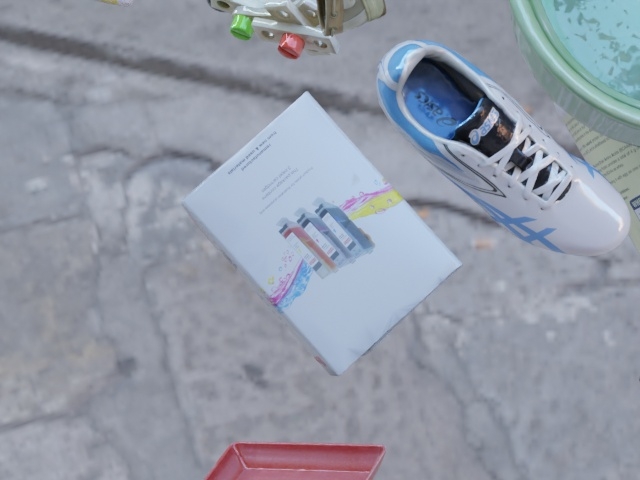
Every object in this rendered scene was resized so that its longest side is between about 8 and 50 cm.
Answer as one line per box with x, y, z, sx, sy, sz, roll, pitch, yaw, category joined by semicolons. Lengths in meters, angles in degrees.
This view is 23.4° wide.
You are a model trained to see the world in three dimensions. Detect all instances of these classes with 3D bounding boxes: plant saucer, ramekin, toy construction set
-0.063;0.370;2.103;0.259;0.048;0.258;-4;29;30;plant saucer
0.294;-0.219;1.268;0.303;0.148;0.303;0;82;2;ramekin
-0.018;-0.342;1.875;0.215;0.151;0.328;19;56;5;toy construction set

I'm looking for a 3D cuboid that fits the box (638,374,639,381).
0.396;0.121;0.880;0.381;0.143;0.191;40;79;-3;box

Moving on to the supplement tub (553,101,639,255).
0.394;-0.125;1.650;0.235;0.235;0.325;-27;85;-22;supplement tub

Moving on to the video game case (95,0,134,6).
-0.165;-0.243;0.723;0.206;0.227;0.026;13;10;-5;video game case

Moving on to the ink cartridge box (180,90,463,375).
0.000;0.000;1.175;0.127;0.128;0.176;-41;89;-5;ink cartridge box

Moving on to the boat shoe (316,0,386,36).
-0.001;-0.204;1.047;0.048;0.153;0.056;-27;46;0;boat shoe

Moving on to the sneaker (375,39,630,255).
0.140;-0.066;1.191;0.085;0.237;0.086;-53;3;1;sneaker
